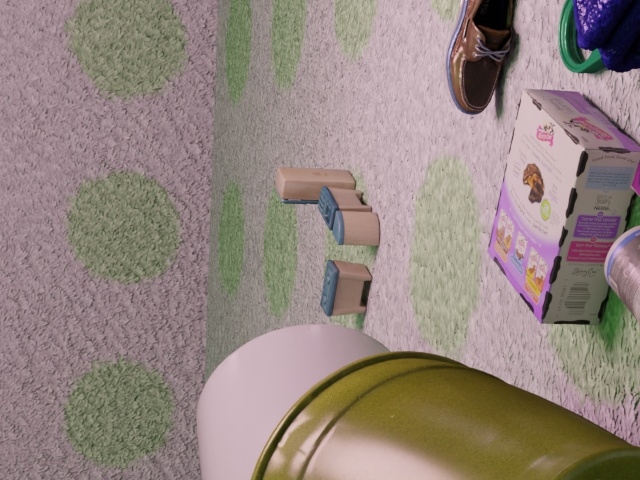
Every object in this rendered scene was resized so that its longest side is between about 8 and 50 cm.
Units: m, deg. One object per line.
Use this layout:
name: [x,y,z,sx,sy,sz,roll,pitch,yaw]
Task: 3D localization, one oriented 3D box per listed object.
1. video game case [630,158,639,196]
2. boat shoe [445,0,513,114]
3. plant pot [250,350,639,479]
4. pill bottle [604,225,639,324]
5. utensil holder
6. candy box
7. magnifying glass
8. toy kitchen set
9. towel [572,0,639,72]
video game case: [0.344,-0.098,1.119,0.210,0.042,0.232,-112,28,-57]
boat shoe: [0.192,-0.241,1.613,0.066,0.066,0.183,-158,71,-71]
plant pot: [0.167,0.288,1.232,0.353,0.366,0.366,-6,83,62]
pill bottle: [0.307,0.049,1.168,0.137,0.078,0.078,-116,31,-57]
utensil holder: [0.010,0.338,1.736,0.385,0.328,0.327,-106,24,-53]
candy box: [0.247,-0.037,1.395,0.165,0.070,0.196,-116,32,-59]
magnifying glass: [0.294,-0.203,1.344,0.231,0.026,0.092,-134,48,-70]
toy kitchen set: [0.000,0.000,2.149,0.207,0.122,0.166,-118,34,-60]
towel: [0.275,-0.335,1.236,0.227,0.076,0.308,102,168,-56]
